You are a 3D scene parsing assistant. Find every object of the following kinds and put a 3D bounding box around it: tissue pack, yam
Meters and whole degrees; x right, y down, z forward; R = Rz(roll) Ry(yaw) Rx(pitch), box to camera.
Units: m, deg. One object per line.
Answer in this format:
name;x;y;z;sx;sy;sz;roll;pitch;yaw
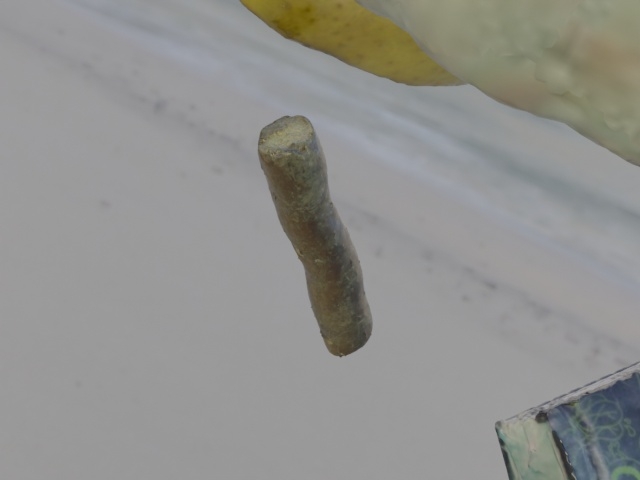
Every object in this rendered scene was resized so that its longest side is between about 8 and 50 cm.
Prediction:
tissue pack;0.231;0.153;1.120;0.235;0.173;0.073;-19;-1;-35
yam;0.000;0.000;1.609;0.061;0.253;0.061;-11;41;9

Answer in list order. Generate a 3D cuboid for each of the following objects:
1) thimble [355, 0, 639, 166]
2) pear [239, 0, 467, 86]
thimble;0.118;-0.153;0.476;0.291;0.195;0.291;19;29;-11
pear;0.074;-0.288;1.152;0.340;0.191;0.386;54;42;-3
